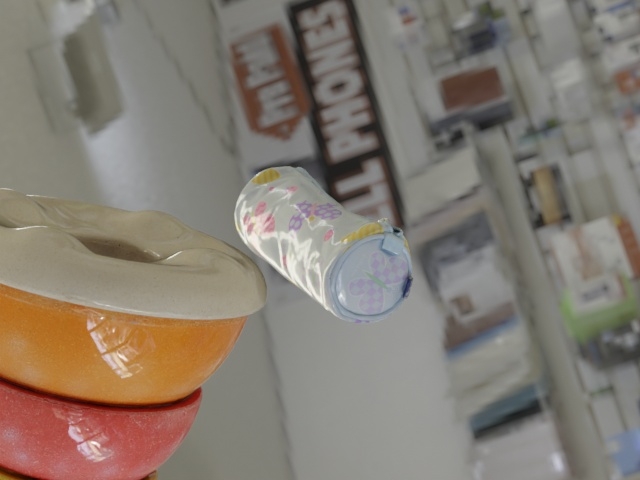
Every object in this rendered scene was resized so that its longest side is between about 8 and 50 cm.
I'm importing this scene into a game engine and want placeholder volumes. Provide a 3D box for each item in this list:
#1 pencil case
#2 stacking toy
[{"bbox_3d":[0.000,0.000,2.036,0.273,0.113,0.124,33,112,55],"label":"pencil case"},{"bbox_3d":[-0.267,0.208,1.780,0.350,0.351,0.479,-45,-32,-79],"label":"stacking toy"}]
